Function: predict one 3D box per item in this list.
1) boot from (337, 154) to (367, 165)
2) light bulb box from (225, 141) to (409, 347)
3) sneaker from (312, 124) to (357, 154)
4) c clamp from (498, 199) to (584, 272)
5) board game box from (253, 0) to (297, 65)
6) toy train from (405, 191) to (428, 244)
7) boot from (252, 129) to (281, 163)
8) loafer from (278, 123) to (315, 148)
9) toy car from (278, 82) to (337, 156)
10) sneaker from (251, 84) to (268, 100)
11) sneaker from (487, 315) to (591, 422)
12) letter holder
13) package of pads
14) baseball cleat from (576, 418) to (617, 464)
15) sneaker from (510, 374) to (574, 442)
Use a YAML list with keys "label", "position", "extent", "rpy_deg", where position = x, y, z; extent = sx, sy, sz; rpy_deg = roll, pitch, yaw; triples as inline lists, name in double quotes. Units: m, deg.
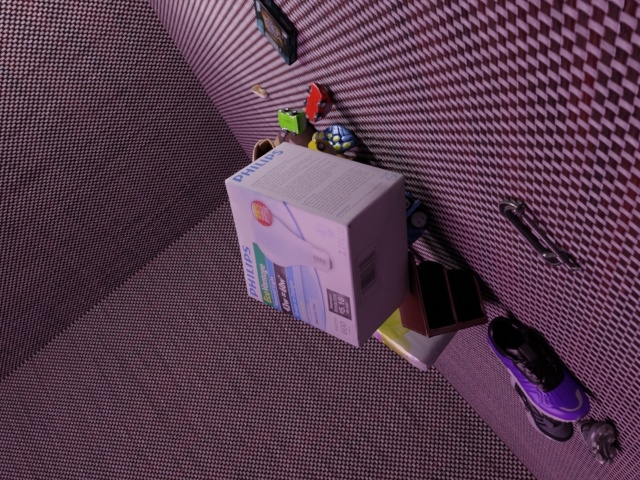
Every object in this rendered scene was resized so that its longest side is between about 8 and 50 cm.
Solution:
- label: "boot"
  position: [0.099, -0.150, 1.907]
  extent: [0.236, 0.089, 0.269]
  rpy_deg: [63, 171, -17]
- label: "light bulb box"
  position: [0.000, 0.000, 1.625]
  extent: [0.361, 0.225, 0.357]
  rpy_deg: [20, 133, 34]
- label: "sneaker"
  position: [0.044, -0.255, 1.751]
  extent: [0.188, 0.078, 0.067]
  rpy_deg: [-173, 84, -64]
- label: "c clamp"
  position: [0.347, -0.009, 1.094]
  extent: [0.160, 0.022, 0.137]
  rpy_deg: [48, 180, 10]
- label: "board game box"
  position: [-0.102, -0.481, 1.561]
  extent: [0.126, 0.026, 0.186]
  rpy_deg: [51, 175, 2]
- label: "toy train"
  position: [0.210, -0.053, 1.659]
  extent: [0.105, 0.080, 0.184]
  rpy_deg: [41, 171, 7]
- label: "boot"
  position: [-0.145, -0.289, 2.230]
  extent: [0.095, 0.261, 0.203]
  rpy_deg: [17, 163, 12]
- label: "loafer"
  position: [-0.040, -0.238, 2.155]
  extent: [0.130, 0.134, 0.366]
  rpy_deg: [49, 175, 24]
- label: "toy car"
  position: [-0.031, -0.290, 1.707]
  extent: [0.225, 0.053, 0.238]
  rpy_deg: [31, 135, 51]
- label: "sneaker"
  position: [-0.203, -0.496, 2.312]
  extent: [0.083, 0.032, 0.037]
  rpy_deg: [46, 173, 44]
- label: "sneaker"
  position: [0.478, 0.282, 1.550]
  extent: [0.293, 0.102, 0.146]
  rpy_deg: [47, 173, 36]
- label: "letter holder"
  position: [0.286, 0.114, 1.752]
  extent: [0.302, 0.152, 0.214]
  rpy_deg: [150, 107, -85]
- label: "package of pads"
  position: [0.253, 0.210, 2.000]
  extent: [0.297, 0.229, 0.101]
  rpy_deg: [34, 167, 24]
- label: "baseball cleat"
  position: [0.636, 0.455, 1.605]
  extent: [0.109, 0.072, 0.205]
  rpy_deg: [55, 176, 45]
- label: "sneaker"
  position: [0.579, 0.428, 1.707]
  extent: [0.268, 0.101, 0.153]
  rpy_deg: [55, 176, -19]
